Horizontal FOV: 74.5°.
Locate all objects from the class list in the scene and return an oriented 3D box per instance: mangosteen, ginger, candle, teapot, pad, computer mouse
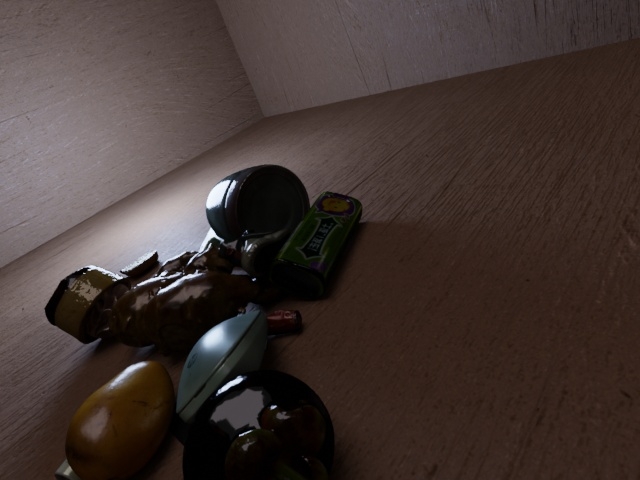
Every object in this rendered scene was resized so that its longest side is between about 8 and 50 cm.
[{"bbox_3d":[-0.068,0.262,0.509,0.194,0.194,0.230,-31,6,-16],"label":"mangosteen"},{"bbox_3d":[-0.310,0.136,0.984,0.357,0.152,0.274,-6,33,33],"label":"ginger"},{"bbox_3d":[-0.112,0.174,0.878,0.162,0.053,0.048,-15,22,21],"label":"candle"},{"bbox_3d":[-0.225,-0.049,1.186,0.312,0.233,0.315,4,63,52],"label":"teapot"},{"bbox_3d":[-0.213,0.309,0.754,0.157,0.003,0.112,9,40,48],"label":"pad"},{"bbox_3d":[-0.140,0.101,1.001,0.129,0.078,0.098,2,35,41],"label":"teapot"},{"bbox_3d":[-0.170,0.197,0.722,0.159,0.097,0.288,-51,10,5],"label":"computer mouse"}]

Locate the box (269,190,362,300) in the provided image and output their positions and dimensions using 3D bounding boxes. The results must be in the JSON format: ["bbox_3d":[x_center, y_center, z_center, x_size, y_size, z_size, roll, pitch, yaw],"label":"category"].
[{"bbox_3d":[0.000,0.000,1.044,0.134,0.097,0.345,16,36,11],"label":"box"}]

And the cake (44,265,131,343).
[{"bbox_3d":[-0.570,0.186,1.101,0.178,0.185,0.207,29,25,14],"label":"cake"}]

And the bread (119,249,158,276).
[{"bbox_3d":[-0.625,0.085,1.464,0.126,0.044,0.129,-5,33,46],"label":"bread"}]

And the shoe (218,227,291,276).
[{"bbox_3d":[-0.147,0.014,0.986,0.112,0.099,0.227,14,14,12],"label":"shoe"}]

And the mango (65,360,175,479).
[{"bbox_3d":[-0.324,0.295,0.712,0.112,0.144,0.219,-49,11,33],"label":"mango"}]

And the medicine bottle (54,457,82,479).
[{"bbox_3d":[-0.373,0.333,0.773,0.059,0.059,0.231,-8,30,27],"label":"medicine bottle"}]

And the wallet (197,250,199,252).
[{"bbox_3d":[-0.304,0.039,1.310,0.232,0.025,0.119,-9,30,27],"label":"wallet"}]
